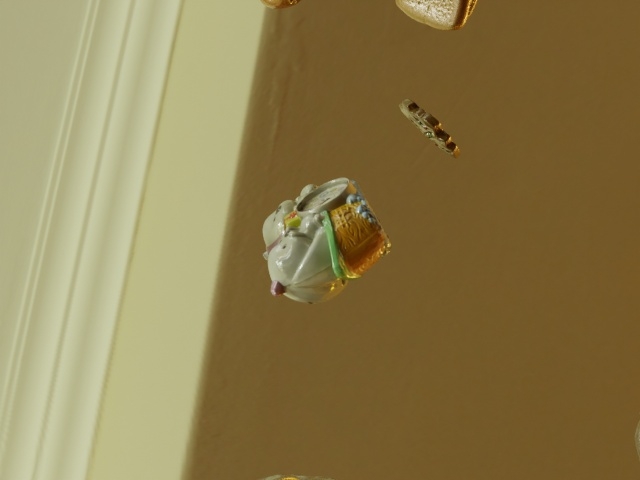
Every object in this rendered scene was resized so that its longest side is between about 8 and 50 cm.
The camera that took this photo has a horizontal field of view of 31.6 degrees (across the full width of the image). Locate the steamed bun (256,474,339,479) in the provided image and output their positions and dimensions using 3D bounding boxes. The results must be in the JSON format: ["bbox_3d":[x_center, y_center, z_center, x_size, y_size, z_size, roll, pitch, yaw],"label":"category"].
[{"bbox_3d":[-0.049,0.428,1.317,0.309,0.219,0.324,-36,-127,-3],"label":"steamed bun"}]

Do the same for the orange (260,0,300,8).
[{"bbox_3d":[-0.045,-0.345,1.510,0.086,0.086,0.062,-36,-105,-20],"label":"orange"}]

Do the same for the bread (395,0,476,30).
[{"bbox_3d":[0.165,-0.369,1.421,0.077,0.116,0.200,-17,-53,-50],"label":"bread"}]

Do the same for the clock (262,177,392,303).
[{"bbox_3d":[0.000,0.000,1.303,0.144,0.231,0.103,-28,-73,4],"label":"clock"}]

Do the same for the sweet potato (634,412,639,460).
[{"bbox_3d":[0.408,0.270,1.409,0.026,0.026,0.115,1,-108,-18],"label":"sweet potato"}]

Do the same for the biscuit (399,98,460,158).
[{"bbox_3d":[0.120,-0.119,1.227,0.016,0.082,0.092,-46,-59,-1],"label":"biscuit"}]
